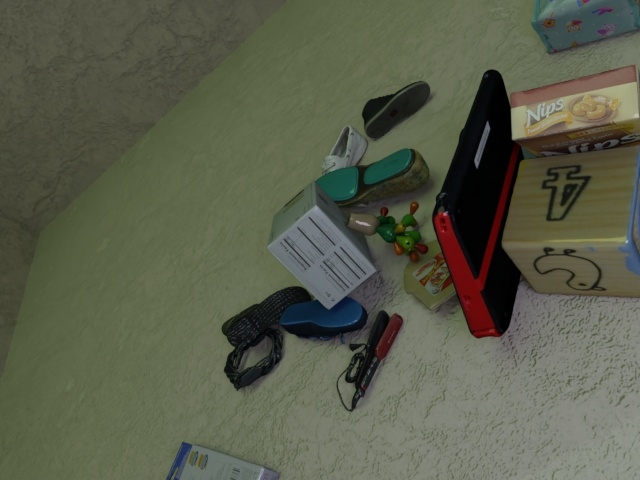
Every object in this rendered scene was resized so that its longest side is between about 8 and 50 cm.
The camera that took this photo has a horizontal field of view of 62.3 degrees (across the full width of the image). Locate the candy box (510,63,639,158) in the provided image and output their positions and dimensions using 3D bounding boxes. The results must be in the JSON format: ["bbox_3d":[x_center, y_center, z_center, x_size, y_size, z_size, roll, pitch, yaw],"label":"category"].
[{"bbox_3d":[0.473,-0.194,0.925,0.182,0.316,0.088,-5,83,37],"label":"candy box"}]

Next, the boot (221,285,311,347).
[{"bbox_3d":[-0.153,0.186,1.408,0.246,0.083,0.161,-29,10,-11],"label":"boot"}]

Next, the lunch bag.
[{"bbox_3d":[0.634,-0.604,1.243,0.223,0.160,0.262,-4,63,43],"label":"lunch bag"}]

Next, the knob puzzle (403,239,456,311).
[{"bbox_3d":[0.266,0.060,1.155,0.213,0.030,0.213,-26,31,18],"label":"knob puzzle"}]

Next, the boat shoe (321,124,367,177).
[{"bbox_3d":[0.042,-0.213,1.541,0.098,0.096,0.277,1,61,44],"label":"boat shoe"}]

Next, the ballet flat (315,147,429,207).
[{"bbox_3d":[0.130,-0.143,1.389,0.348,0.123,0.123,-15,50,40],"label":"ballet flat"}]

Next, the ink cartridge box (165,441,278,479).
[{"bbox_3d":[-0.245,0.582,1.203,0.311,0.065,0.186,-3,57,40],"label":"ink cartridge box"}]

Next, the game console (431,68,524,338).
[{"bbox_3d":[0.297,-0.058,0.938,0.060,0.342,0.387,-3,46,35],"label":"game console"}]

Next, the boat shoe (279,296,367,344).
[{"bbox_3d":[0.017,0.187,1.255,0.258,0.089,0.109,-5,43,48],"label":"boat shoe"}]

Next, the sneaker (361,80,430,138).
[{"bbox_3d":[0.210,-0.407,1.549,0.222,0.083,0.118,-34,41,20],"label":"sneaker"}]

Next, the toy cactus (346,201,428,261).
[{"bbox_3d":[0.153,-0.034,1.216,0.219,0.180,0.112,-97,22,-63],"label":"toy cactus"}]

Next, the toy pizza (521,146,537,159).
[{"bbox_3d":[0.483,-0.232,1.184,0.201,0.032,0.201,-26,45,29],"label":"toy pizza"}]

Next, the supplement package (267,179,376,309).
[{"bbox_3d":[0.000,0.000,1.255,0.145,0.204,0.262,-41,15,10],"label":"supplement package"}]

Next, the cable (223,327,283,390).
[{"bbox_3d":[-0.170,0.298,1.381,0.184,0.047,0.150,-44,31,1],"label":"cable"}]

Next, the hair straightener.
[{"bbox_3d":[0.098,0.258,1.157,0.089,0.047,0.231,11,72,48],"label":"hair straightener"}]

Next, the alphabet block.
[{"bbox_3d":[0.458,-0.027,0.918,0.197,0.192,0.194,-3,56,44],"label":"alphabet block"}]
